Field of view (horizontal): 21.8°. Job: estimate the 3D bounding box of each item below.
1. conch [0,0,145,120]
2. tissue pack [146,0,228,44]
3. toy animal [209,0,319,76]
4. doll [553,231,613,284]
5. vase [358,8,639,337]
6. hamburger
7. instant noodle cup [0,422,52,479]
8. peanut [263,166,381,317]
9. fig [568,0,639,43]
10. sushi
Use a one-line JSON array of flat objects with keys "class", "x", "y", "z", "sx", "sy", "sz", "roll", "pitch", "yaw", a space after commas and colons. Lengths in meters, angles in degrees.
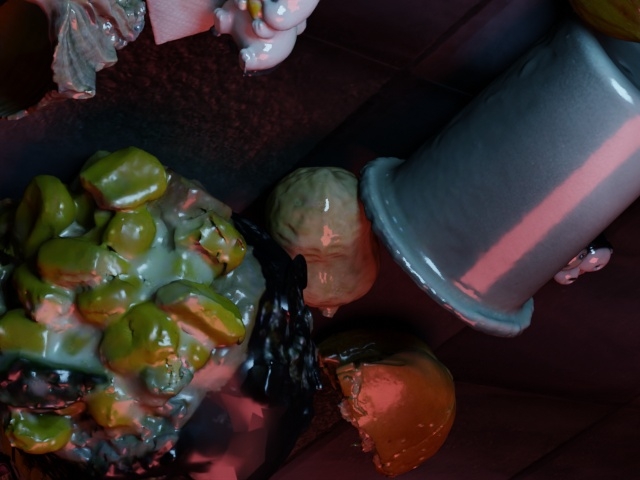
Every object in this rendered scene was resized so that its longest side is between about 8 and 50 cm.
[{"class": "conch", "x": -0.228, "y": -0.186, "z": 1.292, "sx": 0.163, "sy": 0.178, "sz": 0.245, "roll": 22, "pitch": 150, "yaw": -39}, {"class": "tissue pack", "x": 0.004, "y": -0.270, "z": 1.373, "sx": 0.325, "sy": 0.071, "sz": 0.170, "roll": -15, "pitch": 149, "yaw": -6}, {"class": "toy animal", "x": -0.030, "y": -0.192, "z": 1.338, "sx": 0.085, "sy": 0.071, "sz": 0.124, "roll": -1, "pitch": 147, "yaw": -27}, {"class": "doll", "x": 0.292, "y": 0.002, "z": 2.006, "sx": 0.091, "sy": 0.067, "sz": 0.219, "roll": -32, "pitch": 150, "yaw": 15}, {"class": "vase", "x": 0.215, "y": -0.084, "z": 1.683, "sx": 0.245, "sy": 0.245, "sz": 0.291, "roll": 15, "pitch": 128, "yaw": -45}, {"class": "hamburger", "x": 0.097, "y": 0.201, "z": 2.151, "sx": 0.156, "sy": 0.144, "sz": 0.283, "roll": -21, "pitch": 149, "yaw": 2}, {"class": "instant noodle cup", "x": -0.421, "y": 0.302, "z": 1.977, "sx": 0.236, "sy": 0.216, "sz": 0.215, "roll": -20, "pitch": 152, "yaw": 15}, {"class": "peanut", "x": 0.000, "y": 0.000, "z": 1.772, "sx": 0.129, "sy": 0.129, "sz": 0.224, "roll": -17, "pitch": 148, "yaw": -3}, {"class": "fig", "x": 0.298, "y": -0.195, "z": 1.505, "sx": 0.124, "sy": 0.236, "sz": 0.124, "roll": -16, "pitch": 160, "yaw": -6}, {"class": "sushi", "x": -0.190, "y": 0.096, "z": 1.614, "sx": 0.327, "sy": 0.329, "sz": 0.285, "roll": -9, "pitch": 155, "yaw": 18}]
